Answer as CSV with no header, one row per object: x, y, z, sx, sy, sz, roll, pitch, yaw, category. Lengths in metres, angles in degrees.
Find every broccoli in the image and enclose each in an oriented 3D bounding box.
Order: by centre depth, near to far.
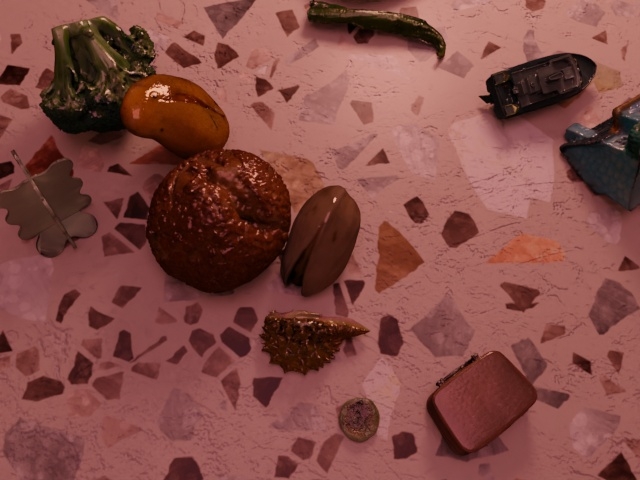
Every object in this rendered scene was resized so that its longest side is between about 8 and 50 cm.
-0.482,-0.354,1.425,0.264,0.246,0.294,7,34,29,broccoli

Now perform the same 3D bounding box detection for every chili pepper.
0.143,-0.535,1.640,0.358,0.077,0.085,15,41,3,chili pepper

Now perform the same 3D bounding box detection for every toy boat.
0.534,-0.376,1.567,0.295,0.122,0.114,-20,94,-15,toy boat

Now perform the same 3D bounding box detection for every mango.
-0.292,-0.258,1.378,0.120,0.295,0.177,-20,78,20,mango

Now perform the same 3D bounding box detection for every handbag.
0.306,0.309,1.284,0.193,0.072,0.151,-35,74,-15,handbag

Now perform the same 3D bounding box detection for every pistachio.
0.000,0.000,1.362,0.137,0.153,0.238,26,97,17,pistachio

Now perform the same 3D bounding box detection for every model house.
0.710,-0.251,1.494,0.261,0.226,0.241,-27,42,-16,model house

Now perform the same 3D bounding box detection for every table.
-0.550,-0.079,1.322,0.166,0.198,0.167,2,67,-4,table

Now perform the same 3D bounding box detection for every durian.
-0.009,0.187,1.310,0.224,0.078,0.141,-9,68,-6,durian

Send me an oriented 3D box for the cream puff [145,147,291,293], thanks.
-0.202,-0.056,1.331,0.302,0.212,0.303,2,62,-3,cream puff

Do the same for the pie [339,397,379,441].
0.076,0.347,1.280,0.085,0.017,0.085,1,67,-3,pie
